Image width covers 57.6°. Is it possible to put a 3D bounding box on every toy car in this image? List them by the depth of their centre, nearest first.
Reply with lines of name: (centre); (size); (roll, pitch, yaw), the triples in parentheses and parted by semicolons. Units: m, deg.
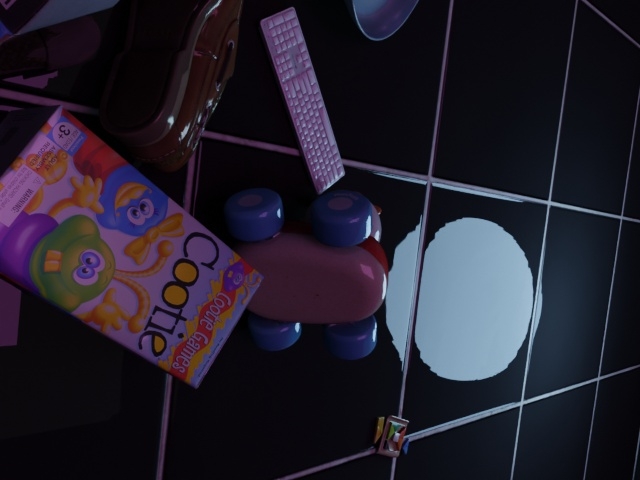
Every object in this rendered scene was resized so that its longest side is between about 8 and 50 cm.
toy car: (0.000, 0.000, 0.805); (0.238, 0.210, 0.219); (-66, 155, -54)

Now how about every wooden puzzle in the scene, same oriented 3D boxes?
wooden puzzle: (0.135, 0.364, 1.077); (0.116, 0.014, 0.079); (22, 81, -44)

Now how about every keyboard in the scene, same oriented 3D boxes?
keyboard: (-0.021, -0.194, 0.833); (0.072, 0.014, 0.256); (-37, 121, -34)

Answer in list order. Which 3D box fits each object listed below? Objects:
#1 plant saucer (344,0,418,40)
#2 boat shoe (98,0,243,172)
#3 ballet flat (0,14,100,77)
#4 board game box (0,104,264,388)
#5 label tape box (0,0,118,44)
plant saucer: (0.105, -0.447, 0.816); (0.318, 0.043, 0.318); (-49, 154, -35)
boat shoe: (-0.150, -0.225, 0.655); (0.104, 0.110, 0.307); (55, 52, -65)
ballet flat: (-0.325, -0.177, 0.520); (0.249, 0.058, 0.084); (-26, 151, -33)
board game box: (-0.217, 0.013, 0.588); (0.275, 0.144, 0.142); (45, 67, -38)
label tape box: (-0.222, -0.317, 0.442); (0.241, 0.333, 0.106); (54, 19, -10)
